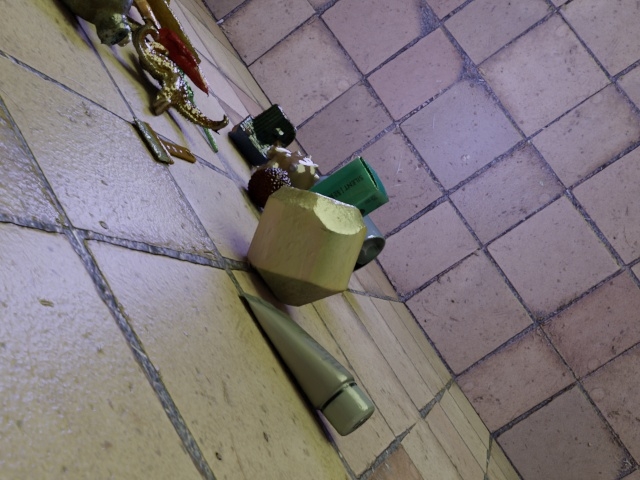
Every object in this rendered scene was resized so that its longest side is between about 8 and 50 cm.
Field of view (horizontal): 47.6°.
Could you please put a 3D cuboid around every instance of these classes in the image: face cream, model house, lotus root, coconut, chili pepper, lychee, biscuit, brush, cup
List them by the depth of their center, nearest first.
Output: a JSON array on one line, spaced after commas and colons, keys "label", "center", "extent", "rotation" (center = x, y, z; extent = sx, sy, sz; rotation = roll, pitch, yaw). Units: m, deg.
[{"label": "face cream", "center": [-0.026, 0.213, 1.335], "extent": [0.314, 0.089, 0.143], "rotation": [50, 7, 22]}, {"label": "lotus root", "center": [-0.486, -0.565, 1.524], "extent": [0.349, 0.175, 0.175], "rotation": [58, 9, 21]}, {"label": "brush", "center": [-0.315, -0.195, 1.532], "extent": [0.103, 0.013, 0.272], "rotation": [56, 8, 6]}, {"label": "coconut", "center": [-0.034, 0.021, 1.553], "extent": [0.239, 0.244, 0.239], "rotation": [18, -1, 0]}, {"label": "chili pepper", "center": [-0.361, -0.476, 1.848], "extent": [0.268, 0.050, 0.059], "rotation": [50, 35, 7]}, {"label": "lychee", "center": [-0.135, -0.142, 1.982], "extent": [0.123, 0.129, 0.123], "rotation": [14, 72, -50]}, {"label": "biscuit", "center": [-0.455, -0.581, 1.998], "extent": [0.160, 0.030, 0.249], "rotation": [55, -8, 38]}, {"label": "model house", "center": [-0.176, -0.334, 2.290], "extent": [0.166, 0.183, 0.172], "rotation": [52, 6, -9]}, {"label": "cup", "center": [0.059, -0.060, 2.472], "extent": [0.312, 0.205, 0.205], "rotation": [58, 8, 26]}]

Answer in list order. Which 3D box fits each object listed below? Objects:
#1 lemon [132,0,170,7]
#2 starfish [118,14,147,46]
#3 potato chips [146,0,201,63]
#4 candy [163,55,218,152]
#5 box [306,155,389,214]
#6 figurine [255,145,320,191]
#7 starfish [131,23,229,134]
[{"label": "lemon", "center": [-0.518, -0.764, 2.052], "extent": [0.256, 0.188, 0.188], "rotation": [55, 7, -34]}, {"label": "starfish", "center": [-0.539, -0.635, 1.778], "extent": [0.432, 0.082, 0.324], "rotation": [61, 0, 1]}, {"label": "potato chips", "center": [-0.447, -0.658, 1.989], "extent": [0.080, 0.057, 0.407], "rotation": [45, -14, 51]}, {"label": "candy", "center": [-0.345, -0.379, 1.923], "extent": [0.323, 0.097, 0.097], "rotation": [63, 8, -2]}, {"label": "box", "center": [0.031, -0.092, 2.051], "extent": [0.118, 0.311, 0.205], "rotation": [58, 8, 10]}, {"label": "figurine", "center": [-0.082, -0.183, 2.250], "extent": [0.173, 0.177, 0.247], "rotation": [38, -9, 31]}, {"label": "starfish", "center": [-0.345, -0.365, 1.725], "extent": [0.303, 0.113, 0.312], "rotation": [52, 6, -16]}]
